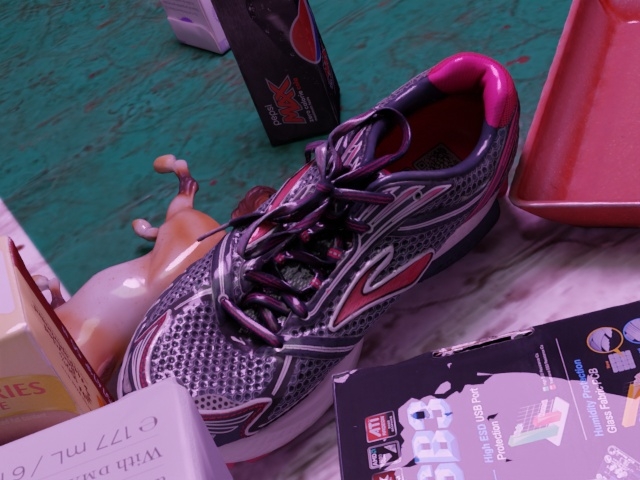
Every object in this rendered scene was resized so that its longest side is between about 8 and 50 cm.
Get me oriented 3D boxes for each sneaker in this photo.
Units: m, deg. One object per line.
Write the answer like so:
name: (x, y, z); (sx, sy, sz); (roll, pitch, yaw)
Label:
sneaker: (0.000, 0.000, 0.675); (0.121, 0.112, 0.299); (37, 64, 16)

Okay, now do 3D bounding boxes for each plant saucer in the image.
plant saucer: (0.271, -0.092, 0.736); (0.259, 0.048, 0.258); (1, 43, 26)

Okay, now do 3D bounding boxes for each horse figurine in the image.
horse figurine: (-0.126, 0.035, 0.764); (0.263, 0.066, 0.174); (-32, 37, -11)

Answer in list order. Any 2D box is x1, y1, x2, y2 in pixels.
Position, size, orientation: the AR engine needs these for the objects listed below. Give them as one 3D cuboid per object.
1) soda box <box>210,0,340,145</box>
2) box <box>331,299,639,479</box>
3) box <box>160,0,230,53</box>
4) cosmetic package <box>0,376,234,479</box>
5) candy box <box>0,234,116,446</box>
soda box: (-0.035, -0.153, 0.857); (0.060, 0.169, 0.053); (-13, 41, 12)
box: (0.160, 0.146, 0.488); (0.293, 0.073, 0.296); (-16, 39, 8)
box: (-0.009, -0.290, 1.092); (0.067, 0.063, 0.324); (20, 55, 43)
cosmetic package: (-0.098, 0.257, 0.414); (0.217, 0.156, 0.385); (-21, 37, -1)
candy box: (-0.254, 0.149, 0.595); (0.316, 0.183, 0.087); (-25, 37, -4)
